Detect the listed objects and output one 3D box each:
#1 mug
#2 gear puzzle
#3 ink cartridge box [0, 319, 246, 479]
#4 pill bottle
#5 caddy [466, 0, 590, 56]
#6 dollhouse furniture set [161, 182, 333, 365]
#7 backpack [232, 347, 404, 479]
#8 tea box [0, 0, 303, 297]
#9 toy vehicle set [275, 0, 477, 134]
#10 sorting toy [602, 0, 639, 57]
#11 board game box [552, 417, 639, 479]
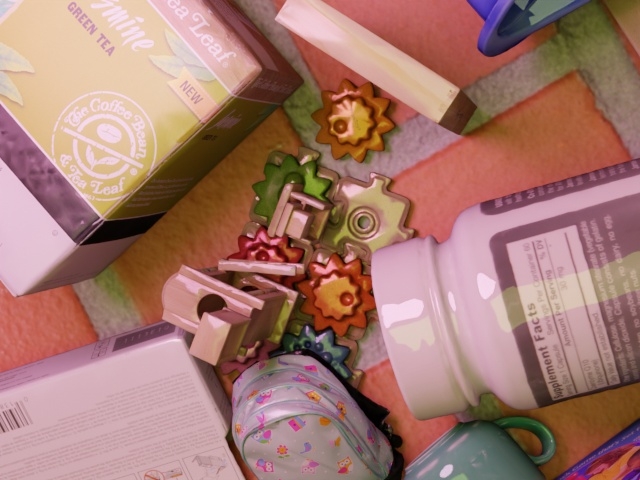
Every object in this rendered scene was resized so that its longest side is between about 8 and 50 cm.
[{"bbox_3d":[0.149,0.234,1.389,0.097,0.157,0.129,49,124,6],"label":"mug"},{"bbox_3d":[0.000,0.000,1.431,0.175,0.044,0.339,21,97,8],"label":"gear puzzle"},{"bbox_3d":[-0.221,0.227,1.479,0.275,0.060,0.239,-18,114,10],"label":"ink cartridge box"},{"bbox_3d":[0.242,0.042,1.311,0.361,0.204,0.204,-15,91,10],"label":"pill bottle"},{"bbox_3d":[0.239,-0.320,1.274,0.179,0.241,0.341,44,100,9],"label":"caddy"},{"bbox_3d":[-0.083,0.016,1.338,0.101,0.182,0.161,24,99,15],"label":"dollhouse furniture set"},{"bbox_3d":[-0.010,0.197,1.383,0.152,0.115,0.182,-29,120,6],"label":"backpack"},{"bbox_3d":[-0.252,-0.174,1.375,0.323,0.220,0.329,-43,86,9],"label":"tea box"},{"bbox_3d":[0.061,-0.161,1.299,0.166,0.267,0.035,34,97,7],"label":"toy vehicle set"},{"bbox_3d":[0.390,-0.221,1.330,0.193,0.038,0.208,-32,65,10],"label":"sorting toy"},{"bbox_3d":[0.315,0.231,1.294,0.347,0.233,0.078,-38,91,10],"label":"board game box"}]
